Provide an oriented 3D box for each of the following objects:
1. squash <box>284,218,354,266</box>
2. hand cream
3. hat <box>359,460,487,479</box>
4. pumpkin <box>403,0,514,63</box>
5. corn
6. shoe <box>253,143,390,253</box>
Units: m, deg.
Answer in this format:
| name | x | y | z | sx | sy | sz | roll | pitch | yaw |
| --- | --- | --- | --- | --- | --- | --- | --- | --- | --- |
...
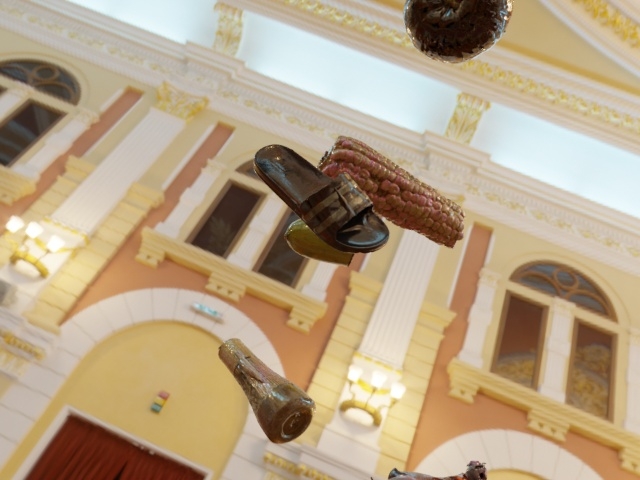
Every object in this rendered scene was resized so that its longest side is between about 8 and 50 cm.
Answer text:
| name | x | y | z | sx | sy | sz | roll | pitch | yaw |
| --- | --- | --- | --- | --- | --- | --- | --- | --- | --- |
| squash | 0.000 | 0.000 | 1.516 | 0.187 | 0.123 | 0.123 | 10 | -37 | -8 |
| hand cream | -0.093 | 0.218 | 0.920 | 0.203 | 0.084 | 0.084 | 38 | -24 | 43 |
| hat | 0.167 | 0.379 | 0.888 | 0.140 | 0.227 | 0.128 | 38 | -53 | 35 |
| pumpkin | 0.295 | -0.497 | 1.279 | 0.233 | 0.163 | 0.233 | 1 | -87 | 22 |
| corn | 0.150 | -0.094 | 1.230 | 0.335 | 0.126 | 0.126 | 27 | -38 | -5 |
| shoe | 0.001 | -0.055 | 0.646 | 0.179 | 0.071 | 0.049 | 40 | -35 | 15 |
